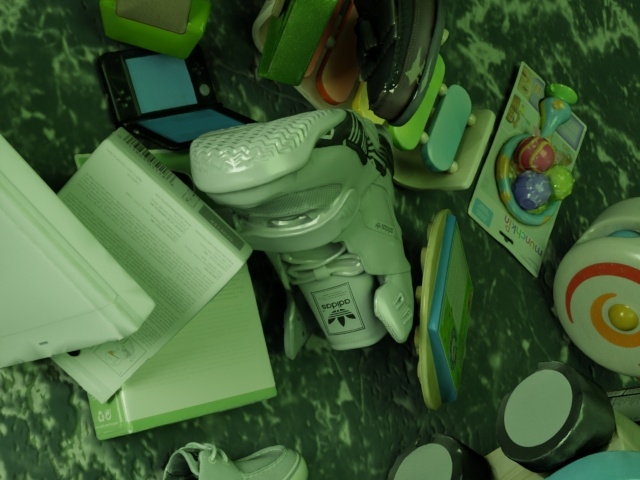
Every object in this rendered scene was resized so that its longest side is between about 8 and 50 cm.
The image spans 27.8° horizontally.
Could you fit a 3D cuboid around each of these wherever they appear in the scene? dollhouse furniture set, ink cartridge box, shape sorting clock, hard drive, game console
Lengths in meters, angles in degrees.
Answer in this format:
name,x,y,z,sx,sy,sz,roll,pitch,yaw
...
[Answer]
name,x,y,z,sx,sy,sz,roll,pitch,yaw
dollhouse furniture set,-0.068,-0.319,1.169,0.198,0.151,0.301,15,63,-6
ink cartridge box,-0.163,0.022,1.024,0.145,0.179,0.045,43,23,-7
ink cartridge box,-0.136,0.041,1.128,0.171,0.056,0.235,-8,82,-45
shape sorting clock,0.120,0.070,1.321,0.206,0.040,0.206,0,90,-73
hard drive,-0.279,-0.036,0.906,0.307,0.203,0.040,50,50,-22
game console,-0.124,-0.133,1.176,0.122,0.071,0.107,-17,91,-46

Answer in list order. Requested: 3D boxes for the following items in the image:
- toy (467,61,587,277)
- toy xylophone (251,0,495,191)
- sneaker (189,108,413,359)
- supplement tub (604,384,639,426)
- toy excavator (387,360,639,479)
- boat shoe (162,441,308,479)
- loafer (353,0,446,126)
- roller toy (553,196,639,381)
name,x,y,z,sx,sy,sz,roll,pitch,yaw
toy,0.266,-0.092,1.552,0.137,0.056,0.237,40,54,-28
toy xylophone,0.058,-0.204,1.364,0.323,0.081,0.236,35,56,-32
sneaker,0.000,0.000,1.147,0.366,0.137,0.210,-7,87,-74
supplement tub,0.370,0.222,1.469,0.117,0.190,0.117,14,70,-42
toy excavator,0.186,0.401,1.197,0.222,0.433,0.445,37,28,-32
boat shoe,-0.102,0.214,1.095,0.227,0.079,0.081,-25,101,-42
loafer,0.064,-0.247,1.267,0.095,0.109,0.302,20,57,-18
roller toy,0.379,0.060,1.526,0.191,0.209,0.146,34,46,15
